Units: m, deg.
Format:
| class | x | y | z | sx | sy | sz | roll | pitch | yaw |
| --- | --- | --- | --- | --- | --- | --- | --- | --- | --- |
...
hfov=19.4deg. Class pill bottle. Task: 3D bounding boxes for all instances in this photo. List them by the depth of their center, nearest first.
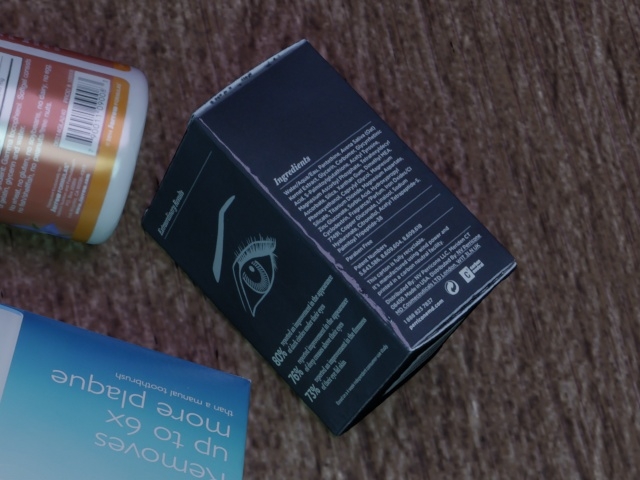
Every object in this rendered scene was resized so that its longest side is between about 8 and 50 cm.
| class | x | y | z | sx | sy | sz | roll | pitch | yaw |
| --- | --- | --- | --- | --- | --- | --- | --- | --- | --- |
| pill bottle | -0.228 | -0.078 | 1.205 | 0.216 | 0.121 | 0.121 | 14 | 60 | -12 |

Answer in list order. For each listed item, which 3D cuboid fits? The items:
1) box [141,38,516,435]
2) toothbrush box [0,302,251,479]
| class | x | y | z | sx | sy | sz | roll | pitch | yaw |
| --- | --- | --- | --- | --- | --- | --- | --- | --- | --- |
| box | 0.000 | 0.000 | 1.227 | 0.108 | 0.153 | 0.207 | -37 | 81 | -31 |
| toothbrush box | -0.165 | 0.180 | 1.028 | 0.216 | 0.126 | 0.295 | 19 | 35 | -10 |
